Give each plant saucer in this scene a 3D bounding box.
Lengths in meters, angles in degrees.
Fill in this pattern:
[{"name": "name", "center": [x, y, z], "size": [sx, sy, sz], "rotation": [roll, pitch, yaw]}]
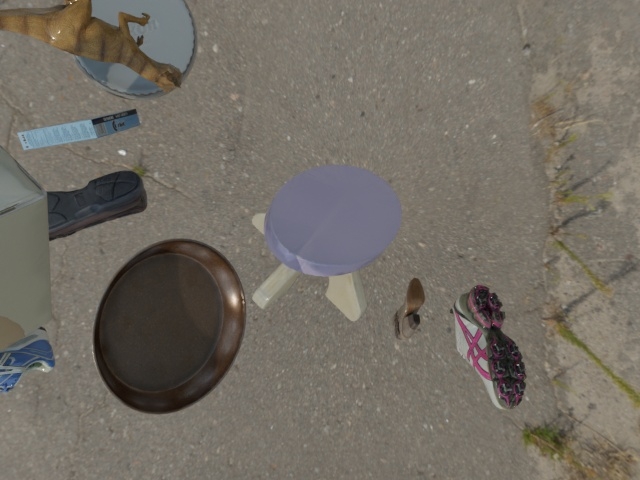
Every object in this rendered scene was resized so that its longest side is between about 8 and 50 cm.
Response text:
[{"name": "plant saucer", "center": [-0.146, 0.082, 0.474], "size": [0.029, 0.168, 0.169], "rotation": [3, 95, 40]}]

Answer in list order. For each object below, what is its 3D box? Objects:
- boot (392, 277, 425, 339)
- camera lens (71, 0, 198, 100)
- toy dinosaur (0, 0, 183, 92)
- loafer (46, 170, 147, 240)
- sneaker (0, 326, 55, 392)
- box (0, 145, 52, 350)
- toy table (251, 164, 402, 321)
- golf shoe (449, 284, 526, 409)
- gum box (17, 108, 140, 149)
[{"name": "boot", "center": [0.177, 0.146, 1.003], "size": [0.042, 0.087, 0.119], "rotation": [18, 58, -13]}, {"name": "camera lens", "center": [-0.347, -0.377, 0.901], "size": [0.219, 0.274, 0.220], "rotation": [-6, 109, -18]}, {"name": "toy dinosaur", "center": [-0.218, -0.186, 0.414], "size": [0.211, 0.064, 0.112], "rotation": [5, 84, -29]}, {"name": "loafer", "center": [-0.503, -0.049, 0.982], "size": [0.302, 0.095, 0.109], "rotation": [-21, 58, -15]}, {"name": "sneaker", "center": [-0.555, 0.221, 0.809], "size": [0.081, 0.211, 0.080], "rotation": [56, 134, 8]}, {"name": "box", "center": [-0.446, 0.016, 0.623], "size": [0.148, 0.121, 0.311], "rotation": [42, 137, 10]}, {"name": "toy table", "center": [0.000, 0.000, 0.775], "size": [0.252, 0.274, 0.161], "rotation": [52, 136, 20]}, {"name": "golf shoe", "center": [0.250, 0.166, 0.732], "size": [0.067, 0.086, 0.186], "rotation": [10, 53, -24]}, {"name": "gum box", "center": [-0.512, -0.240, 1.035], "size": [0.184, 0.157, 0.041], "rotation": [-4, 112, 15]}]
